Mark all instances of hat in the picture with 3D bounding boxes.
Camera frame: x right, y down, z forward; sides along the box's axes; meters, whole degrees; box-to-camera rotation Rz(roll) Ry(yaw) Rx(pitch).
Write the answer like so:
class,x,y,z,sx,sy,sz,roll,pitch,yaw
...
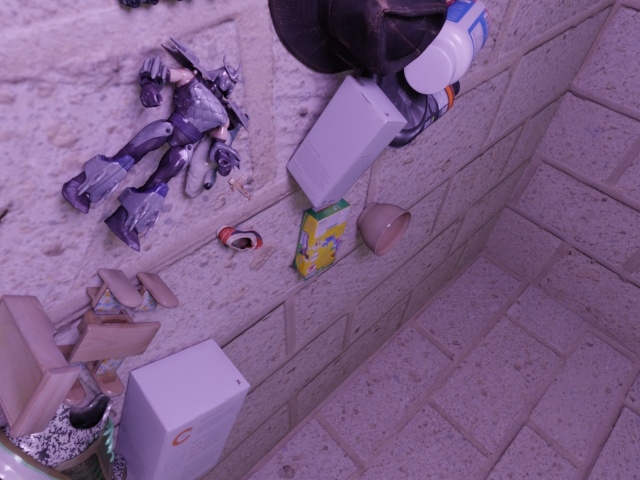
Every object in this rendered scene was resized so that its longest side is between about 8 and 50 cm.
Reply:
class,x,y,z,sx,sy,sz,roll,pitch,yaw
hat,0.094,-0.338,0.612,0.331,0.134,0.331,-23,163,-7

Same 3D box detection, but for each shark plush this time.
class,x,y,z,sx,sy,sz,roll,pitch,yaw
shark plush,-0.176,-0.144,0.663,0.067,0.073,0.161,90,22,-78

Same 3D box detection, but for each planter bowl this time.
class,x,y,z,sx,sy,sz,roll,pitch,yaw
planter bowl,0.180,-0.047,1.229,0.162,0.109,0.162,-36,149,-25

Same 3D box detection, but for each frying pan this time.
class,x,y,z,sx,sy,sz,roll,pitch,yaw
frying pan,0.203,-0.320,0.876,0.326,0.053,0.198,-32,108,-28

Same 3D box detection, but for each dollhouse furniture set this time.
class,x,y,z,sx,sy,sz,roll,pitch,yaw
dollhouse furniture set,-0.354,0.176,0.640,0.212,0.161,0.242,-55,153,10

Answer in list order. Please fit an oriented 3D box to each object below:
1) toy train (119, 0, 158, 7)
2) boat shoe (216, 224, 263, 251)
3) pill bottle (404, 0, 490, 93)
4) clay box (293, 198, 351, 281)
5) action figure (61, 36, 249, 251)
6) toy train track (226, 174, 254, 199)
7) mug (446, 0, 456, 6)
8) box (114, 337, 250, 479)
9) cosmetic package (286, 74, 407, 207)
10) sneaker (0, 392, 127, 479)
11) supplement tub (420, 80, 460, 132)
class,x,y,z,sx,sy,sz,roll,pitch,yaw
toy train,-0.161,-0.304,0.480,0.158,0.027,0.036,-32,137,-31
boat shoe,-0.159,0.002,0.850,0.049,0.043,0.137,-56,154,6
pill bottle,0.247,-0.383,0.807,0.222,0.124,0.124,-53,159,-35
clay box,0.000,0.000,1.077,0.127,0.053,0.222,-27,147,-38
action figure,-0.196,-0.133,0.548,0.285,0.099,0.185,-51,130,-7
toy train track,-0.147,-0.095,0.777,0.048,0.014,0.083,-50,154,-1
mug,0.227,-0.510,0.755,0.169,0.150,0.113,-41,-171,-9
box,-0.343,0.443,0.989,0.214,0.168,0.346,-14,137,-49
cosmetic package,0.042,-0.180,0.778,0.085,0.117,0.231,-19,159,-48
sneaker,-0.458,0.402,0.805,0.182,0.158,0.410,-51,159,-25
supplement tub,0.247,-0.329,0.981,0.197,0.106,0.106,-40,151,-20
